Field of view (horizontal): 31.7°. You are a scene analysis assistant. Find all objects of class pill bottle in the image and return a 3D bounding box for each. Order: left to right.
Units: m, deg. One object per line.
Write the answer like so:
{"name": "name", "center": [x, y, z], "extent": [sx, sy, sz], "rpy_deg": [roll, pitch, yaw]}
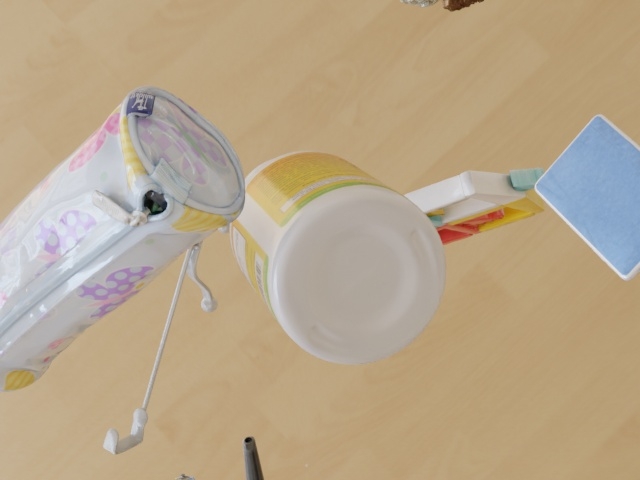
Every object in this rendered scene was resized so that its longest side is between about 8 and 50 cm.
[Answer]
{"name": "pill bottle", "center": [0.000, 0.000, 0.934], "extent": [0.136, 0.245, 0.136], "rpy_deg": [-4, 105, -14]}

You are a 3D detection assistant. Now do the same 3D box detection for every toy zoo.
{"name": "toy zoo", "center": [0.143, -0.029, 1.376], "extent": [0.293, 0.192, 0.030], "rpy_deg": [-19, 74, 32]}

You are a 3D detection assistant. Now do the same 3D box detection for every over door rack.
{"name": "over door rack", "center": [-0.266, 0.078, 1.464], "extent": [0.239, 0.108, 0.324], "rpy_deg": [23, 91, 29]}

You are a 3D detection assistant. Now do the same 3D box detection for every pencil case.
{"name": "pencil case", "center": [-0.177, 0.007, 0.841], "extent": [0.113, 0.273, 0.124], "rpy_deg": [36, 34, -29]}

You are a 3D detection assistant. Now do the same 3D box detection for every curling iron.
{"name": "curling iron", "center": [-0.080, 0.375, 1.634], "extent": [0.068, 0.274, 0.035], "rpy_deg": [-37, 44, -25]}

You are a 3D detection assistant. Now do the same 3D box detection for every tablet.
{"name": "tablet", "center": [0.150, -0.023, 0.577], "extent": [0.054, 0.006, 0.083], "rpy_deg": [-50, 45, 15]}

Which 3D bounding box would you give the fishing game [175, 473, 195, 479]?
{"name": "fishing game", "center": [-0.118, 0.346, 1.259], "extent": [0.041, 0.264, 0.189], "rpy_deg": [-28, 92, -18]}

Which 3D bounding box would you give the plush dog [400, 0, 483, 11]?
{"name": "plush dog", "center": [0.176, -0.347, 1.115], "extent": [0.210, 0.225, 0.263], "rpy_deg": [4, 113, 1]}
